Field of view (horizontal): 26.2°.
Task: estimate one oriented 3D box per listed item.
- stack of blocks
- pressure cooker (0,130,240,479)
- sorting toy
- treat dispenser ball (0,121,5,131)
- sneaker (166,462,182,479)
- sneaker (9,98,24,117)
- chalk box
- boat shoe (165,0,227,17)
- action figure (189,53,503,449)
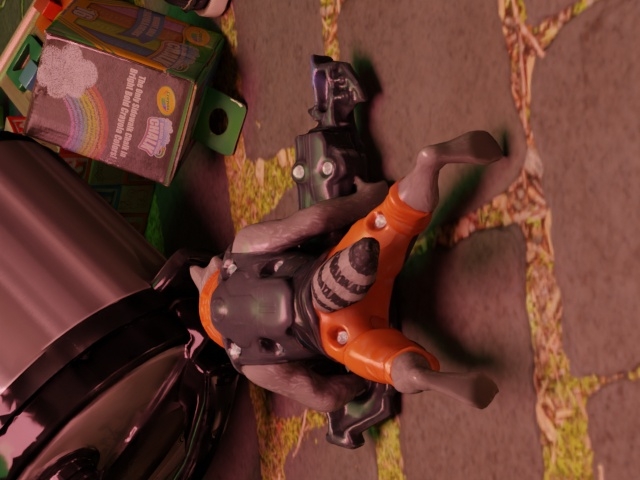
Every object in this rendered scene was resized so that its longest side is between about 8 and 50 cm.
[{"bbox_3d":[-0.287,-0.108,1.649,0.087,0.171,0.297,57,138,45],"label":"stack of blocks"},{"bbox_3d":[-0.295,0.142,1.408,0.420,0.375,0.370,41,145,20],"label":"pressure cooker"},{"bbox_3d":[-0.340,-0.245,1.722,0.347,0.047,0.196,-57,43,9],"label":"sorting toy"},{"bbox_3d":[-0.635,-0.122,2.193,0.288,0.288,0.288,6,97,62],"label":"treat dispenser ball"},{"bbox_3d":[-0.222,0.325,1.630,0.147,0.105,0.295,146,124,-61],"label":"sneaker"},{"bbox_3d":[-0.382,-0.134,1.888,0.350,0.131,0.148,-57,44,33],"label":"sneaker"},{"bbox_3d":[-0.182,-0.156,1.450,0.132,0.213,0.132,-72,2,-58],"label":"chalk box"},{"bbox_3d":[-0.207,-0.351,1.542,0.340,0.113,0.127,59,141,43],"label":"boat shoe"},{"bbox_3d":[0.000,0.000,1.106,0.330,0.179,0.341,-17,78,52],"label":"action figure"}]
